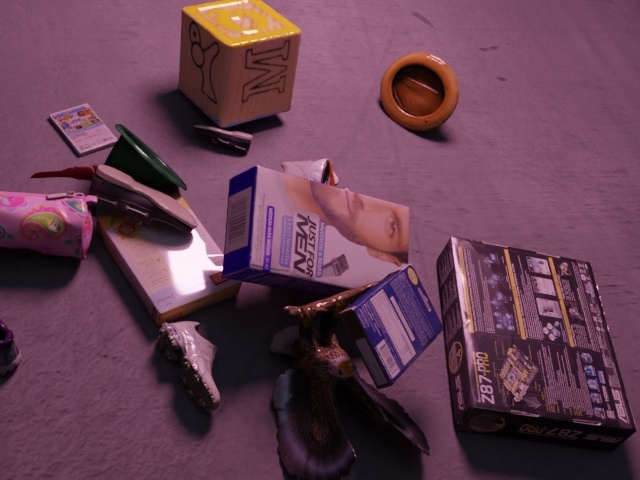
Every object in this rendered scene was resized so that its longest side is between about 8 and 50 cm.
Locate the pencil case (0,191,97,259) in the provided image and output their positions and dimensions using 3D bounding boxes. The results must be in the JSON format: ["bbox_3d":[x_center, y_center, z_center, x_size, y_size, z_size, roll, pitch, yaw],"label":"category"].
[{"bbox_3d":[-0.534,-0.038,1.427,0.284,0.124,0.124,5,49,-15],"label":"pencil case"}]

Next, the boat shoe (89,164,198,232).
[{"bbox_3d":[-0.323,-0.062,1.508,0.206,0.065,0.075,30,13,-11],"label":"boat shoe"}]

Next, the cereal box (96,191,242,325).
[{"bbox_3d":[-0.277,0.028,1.511,0.173,0.047,0.240,-20,60,-33],"label":"cereal box"}]

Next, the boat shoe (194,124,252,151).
[{"bbox_3d":[-0.208,-0.218,1.756,0.125,0.038,0.046,11,15,-11],"label":"boat shoe"}]

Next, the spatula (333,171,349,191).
[{"bbox_3d":[-0.028,-0.065,1.704,0.242,0.019,0.168,-23,67,-33],"label":"spatula"}]

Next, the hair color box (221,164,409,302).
[{"bbox_3d":[0.000,0.000,1.491,0.339,0.110,0.185,13,71,-34],"label":"hair color box"}]

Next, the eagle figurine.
[{"bbox_3d":[0.029,0.240,1.376,0.226,0.225,0.298,-17,86,16],"label":"eagle figurine"}]

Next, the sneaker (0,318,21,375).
[{"bbox_3d":[-0.554,0.110,1.307,0.224,0.098,0.083,37,49,13],"label":"sneaker"}]

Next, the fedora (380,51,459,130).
[{"bbox_3d":[0.240,-0.352,1.979,0.194,0.194,0.079,38,12,14],"label":"fedora"}]

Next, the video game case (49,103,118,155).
[{"bbox_3d":[-0.481,-0.226,1.684,0.087,0.011,0.122,-27,63,-34],"label":"video game case"}]

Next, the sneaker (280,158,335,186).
[{"bbox_3d":[-0.059,-0.046,1.622,0.121,0.099,0.262,6,59,21],"label":"sneaker"}]

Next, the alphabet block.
[{"bbox_3d":[-0.178,-0.388,1.785,0.193,0.197,0.192,-22,50,-34],"label":"alphabet block"}]

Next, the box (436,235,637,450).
[{"bbox_3d":[0.399,0.188,1.582,0.319,0.097,0.394,11,48,-13],"label":"box"}]

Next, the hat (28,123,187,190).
[{"bbox_3d":[-0.393,-0.106,1.594,0.208,0.173,0.183,44,91,4],"label":"hat"}]

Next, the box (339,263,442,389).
[{"bbox_3d":[0.123,0.136,1.370,0.225,0.037,0.136,-31,95,-54],"label":"box"}]

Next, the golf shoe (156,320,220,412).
[{"bbox_3d":[-0.198,0.201,1.381,0.086,0.069,0.176,-15,58,-36],"label":"golf shoe"}]
